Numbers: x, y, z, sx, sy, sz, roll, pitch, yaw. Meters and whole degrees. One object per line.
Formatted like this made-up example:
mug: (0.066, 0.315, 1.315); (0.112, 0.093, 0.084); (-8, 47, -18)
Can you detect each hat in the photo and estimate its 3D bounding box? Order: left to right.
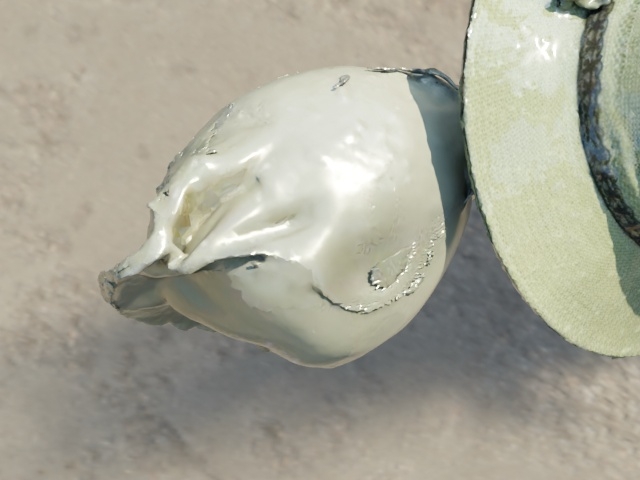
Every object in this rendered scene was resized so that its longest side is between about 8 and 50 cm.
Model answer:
hat: (0.199, -0.068, 0.807); (0.130, 0.257, 0.257); (-4, 77, 44)

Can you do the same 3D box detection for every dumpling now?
dumpling: (0.000, 0.000, 0.831); (0.247, 0.172, 0.142); (-18, 69, -23)
